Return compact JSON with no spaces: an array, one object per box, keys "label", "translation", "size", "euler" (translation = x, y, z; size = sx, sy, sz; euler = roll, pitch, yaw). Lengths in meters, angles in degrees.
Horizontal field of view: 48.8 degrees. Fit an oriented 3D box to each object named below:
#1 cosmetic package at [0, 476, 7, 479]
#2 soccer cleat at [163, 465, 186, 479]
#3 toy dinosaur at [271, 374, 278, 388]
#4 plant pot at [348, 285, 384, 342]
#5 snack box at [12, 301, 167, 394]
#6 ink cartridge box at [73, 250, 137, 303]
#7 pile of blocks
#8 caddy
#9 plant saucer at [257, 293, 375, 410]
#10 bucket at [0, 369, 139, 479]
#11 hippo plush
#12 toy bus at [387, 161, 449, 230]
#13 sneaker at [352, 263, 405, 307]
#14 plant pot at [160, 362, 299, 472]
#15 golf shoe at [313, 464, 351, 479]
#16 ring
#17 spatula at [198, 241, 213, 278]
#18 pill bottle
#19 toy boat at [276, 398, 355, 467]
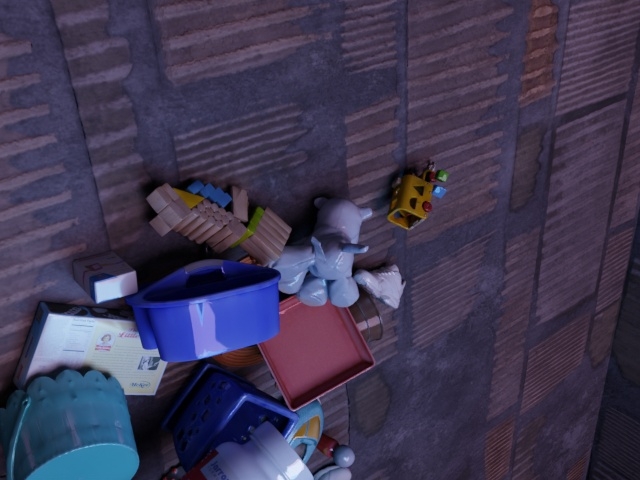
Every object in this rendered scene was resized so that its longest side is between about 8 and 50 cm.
[{"label":"cosmetic package","translation":[-0.626,0.625,1.527],"size":[0.385,0.217,0.156],"euler":[3,110,-40]},{"label":"soccer cleat","translation":[-0.394,0.659,1.851],"size":[0.196,0.068,0.076],"euler":[-36,137,-12]},{"label":"toy dinosaur","translation":[-0.100,0.361,1.971],"size":[0.082,0.047,0.090],"euler":[-39,166,-29]},{"label":"plant pot","translation":[0.062,0.232,1.947],"size":[0.165,0.167,0.166],"euler":[-23,126,-21]},{"label":"snack box","translation":[-0.480,0.244,1.552],"size":[0.322,0.060,0.187],"euler":[14,104,-44]},{"label":"ink cartridge box","translation":[-0.443,0.073,1.449],"size":[0.089,0.122,0.052],"euler":[-16,118,-34]},{"label":"pile of blocks","translation":[-0.239,-0.044,1.592],"size":[0.362,0.148,0.113],"euler":[23,140,-36]},{"label":"caddy","translation":[-0.244,0.130,1.521],"size":[0.342,0.241,0.179],"euler":[-12,100,-32]},{"label":"plant saucer","translation":[-0.027,0.264,1.816],"size":[0.259,0.048,0.259],"euler":[-26,85,-20]},{"label":"bucket","translation":[-0.522,0.424,1.474],"size":[0.281,0.183,0.281],"euler":[-19,140,-17]},{"label":"hippo plush","translation":[0.000,0.000,1.745],"size":[0.294,0.235,0.236],"euler":[95,5,-53]},{"label":"toy bus","translation":[0.247,-0.134,1.934],"size":[0.105,0.202,0.190],"euler":[24,105,-15]},{"label":"sneaker","translation":[0.172,0.110,2.031],"size":[0.232,0.090,0.115],"euler":[34,82,-54]},{"label":"plant pot","translation":[-0.237,0.451,1.764],"size":[0.235,0.212,0.236],"euler":[-55,135,-4]},{"label":"golf shoe","translation":[-0.007,0.815,2.211],"size":[0.306,0.140,0.115],"euler":[-22,124,-32]},{"label":"ring","translation":[-0.156,0.182,1.817],"size":[0.337,0.032,0.336],"euler":[-19,123,-33]},{"label":"spatula","translation":[-0.298,0.138,1.672],"size":[0.084,0.030,0.296],"euler":[6,108,-43]},{"label":"pill bottle","translation":[-0.221,0.597,1.548],"size":[0.408,0.229,0.229],"euler":[-39,132,-18]},{"label":"toy boat","translation":[-0.030,0.588,2.051],"size":[0.318,0.148,0.267],"euler":[31,82,-48]}]
